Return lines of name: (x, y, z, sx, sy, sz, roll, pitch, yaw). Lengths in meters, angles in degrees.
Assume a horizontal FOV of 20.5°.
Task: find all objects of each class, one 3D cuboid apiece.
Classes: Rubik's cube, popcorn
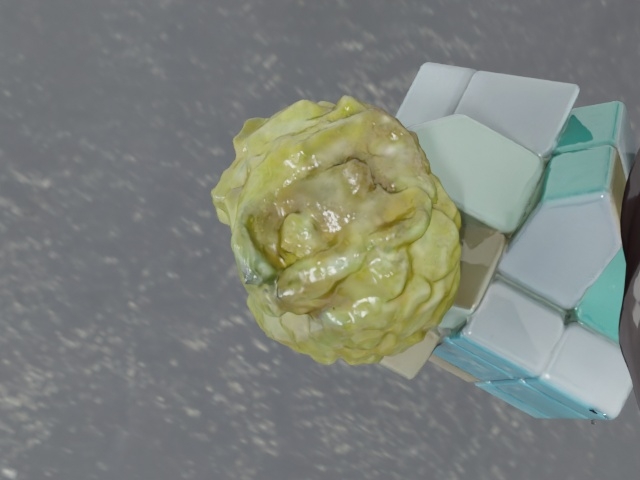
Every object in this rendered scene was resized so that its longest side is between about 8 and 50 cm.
Rubik's cube: (0.124, 0.005, 1.200, 0.213, 0.265, 0.224, 30, 79, -6)
popcorn: (0.008, -0.007, 1.079, 0.173, 0.173, 0.142, 36, 76, 27)

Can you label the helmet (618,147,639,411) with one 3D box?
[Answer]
helmet: (0.232, 0.009, 0.652, 0.225, 0.305, 0.177, -33, 69, 41)
